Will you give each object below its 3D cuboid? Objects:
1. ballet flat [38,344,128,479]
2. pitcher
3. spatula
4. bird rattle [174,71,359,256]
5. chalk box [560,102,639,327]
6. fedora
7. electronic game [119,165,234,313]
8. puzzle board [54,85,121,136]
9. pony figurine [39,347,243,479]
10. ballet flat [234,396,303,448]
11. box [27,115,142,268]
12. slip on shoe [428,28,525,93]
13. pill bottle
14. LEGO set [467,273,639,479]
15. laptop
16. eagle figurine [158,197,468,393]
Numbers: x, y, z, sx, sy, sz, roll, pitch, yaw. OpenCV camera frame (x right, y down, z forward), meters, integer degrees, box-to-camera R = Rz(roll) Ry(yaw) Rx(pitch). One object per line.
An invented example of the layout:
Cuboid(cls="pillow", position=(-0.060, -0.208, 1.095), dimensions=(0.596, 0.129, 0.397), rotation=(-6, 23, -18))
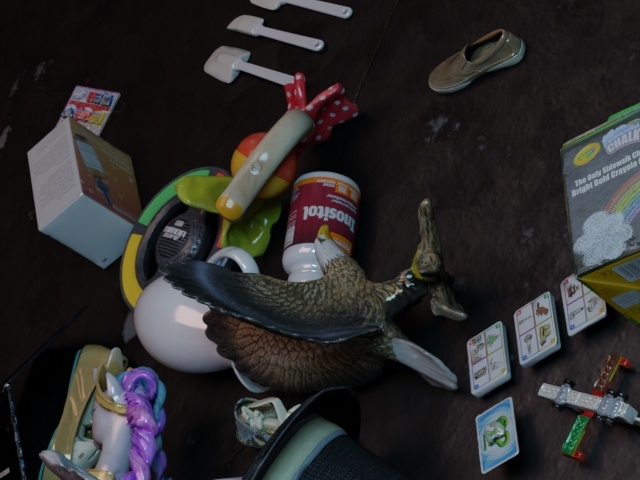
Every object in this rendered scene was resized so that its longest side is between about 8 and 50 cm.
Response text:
Cuboid(cls="ballet flat", position=(-0.307, 0.245, 2.109), dimensions=(0.073, 0.080, 0.232), rotation=(7, 69, 16))
Cuboid(cls="pitcher", position=(-0.138, 0.082, 1.978), dimensions=(0.207, 0.125, 0.178), rotation=(12, 113, 46))
Cuboid(cls="spatula", position=(-0.062, -0.284, 2.266), dimensions=(0.242, 0.019, 0.168), rotation=(25, 77, 50))
Cuboid(cls="bird rattle", position=(-0.055, -0.095, 2.007), dimensions=(0.253, 0.143, 0.207), rotation=(-44, 2, 6))
Cuboid(cls="chalk box", position=(0.331, -0.045, 1.609), dimensions=(0.132, 0.132, 0.213), rotation=(-26, 47, 33))
Cuboid(cls="fedora", position=(0.006, 0.316, 1.623), dimensions=(0.152, 0.334, 0.334), rotation=(20, 78, 19))
Cuboid(cls="electronic game", position=(-0.185, 0.004, 2.166), dimensions=(0.229, 0.048, 0.229), rotation=(-26, 47, 32))
Cuboid(cls="puzzle board", position=(-0.369, -0.194, 2.519), dimensions=(0.128, 0.011, 0.096), rotation=(14, 74, 50))
Cuboid(cls="pony figurine", position=(-0.224, 0.325, 1.847), dimensions=(0.351, 0.302, 0.364), rotation=(16, 91, 58))
Cuboid(cls="ballet flat", position=(-0.036, 0.214, 1.846), dimensions=(0.188, 0.070, 0.070), rotation=(3, 66, 46))
Cuboid(cls="box", position=(-0.333, -0.068, 2.301), dimensions=(0.091, 0.130, 0.170), rotation=(-38, 43, 19))
Cuboid(cls="slip on shoe", position=(0.181, -0.218, 1.949), dimensions=(0.135, 0.041, 0.051), rotation=(-16, 54, 38))
Cuboid(cls="pill bottle", position=(0.000, 0.000, 1.950), dimensions=(0.086, 0.086, 0.152), rotation=(-17, 53, 38))
Cuboid(cls="LEGO set", position=(0.239, 0.159, 1.643), dimensions=(0.182, 0.060, 0.244), rotation=(-36, 34, 28))
Cuboid(cls="laptop", position=(-0.385, 0.249, 2.162), dimensions=(0.234, 0.136, 0.264), rotation=(-37, 62, 57))
Cuboid(cls="eagle figurine", position=(0.001, 0.075, 1.779), dimensions=(0.298, 0.226, 0.225), rotation=(-19, 20, 1))
